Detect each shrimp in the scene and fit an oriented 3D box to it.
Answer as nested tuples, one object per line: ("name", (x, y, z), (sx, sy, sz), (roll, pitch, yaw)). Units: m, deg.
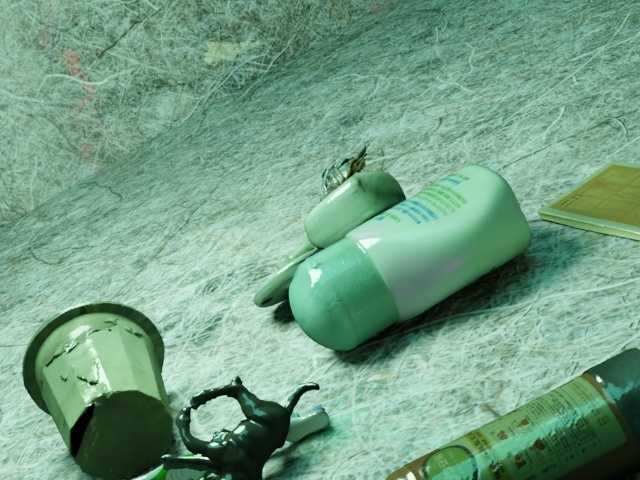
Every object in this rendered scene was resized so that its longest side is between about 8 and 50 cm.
("shrimp", (0.047, -0.115, 2.001), (0.079, 0.090, 0.233), (-50, 8, 50))

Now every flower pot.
("flower pot", (-0.305, 0.218, 1.489), (0.212, 0.212, 0.202), (-28, 29, -7))

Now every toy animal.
("toy animal", (-0.103, 0.252, 1.310), (0.148, 0.085, 0.233), (31, 59, 20))

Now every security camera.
("security camera", (0.000, 0.000, 1.658), (0.301, 0.080, 0.157), (-42, -14, 25))

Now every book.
("book", (0.458, -0.060, 1.548), (0.170, 0.018, 0.241), (-32, 23, -20))

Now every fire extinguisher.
("fire extinguisher", (0.182, 0.248, 1.012), (0.376, 0.113, 0.200), (-26, 22, -3))

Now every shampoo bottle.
("shampoo bottle", (0.117, 0.031, 1.519), (0.349, 0.151, 0.222), (-29, 15, -12))

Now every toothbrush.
("toothbrush", (-0.184, 0.302, 1.365), (0.417, 0.042, 0.040), (-23, 12, 0))
